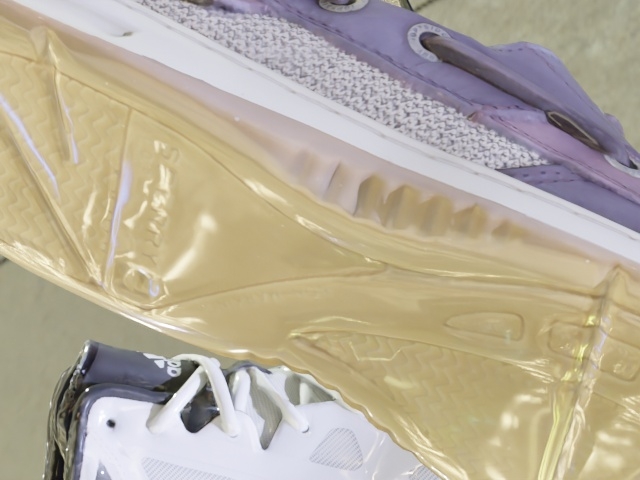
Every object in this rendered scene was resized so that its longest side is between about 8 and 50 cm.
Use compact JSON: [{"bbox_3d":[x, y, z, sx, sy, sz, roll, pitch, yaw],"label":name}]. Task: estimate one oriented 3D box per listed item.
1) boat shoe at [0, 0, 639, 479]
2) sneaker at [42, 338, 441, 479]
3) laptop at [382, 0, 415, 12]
[{"bbox_3d":[0.037,-0.002,0.378,0.285,0.092,0.103,25,139,5],"label":"boat shoe"},{"bbox_3d":[-0.004,0.103,0.962,0.257,0.169,0.447,42,83,-16],"label":"sneaker"},{"bbox_3d":[0.041,-0.255,1.626,0.236,0.408,0.382,33,153,-18],"label":"laptop"}]
